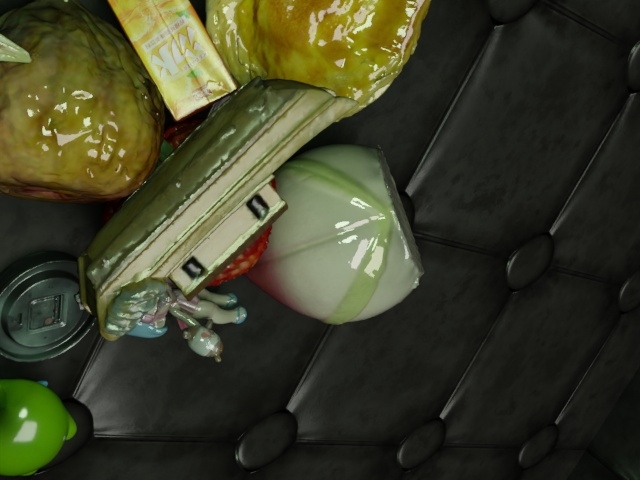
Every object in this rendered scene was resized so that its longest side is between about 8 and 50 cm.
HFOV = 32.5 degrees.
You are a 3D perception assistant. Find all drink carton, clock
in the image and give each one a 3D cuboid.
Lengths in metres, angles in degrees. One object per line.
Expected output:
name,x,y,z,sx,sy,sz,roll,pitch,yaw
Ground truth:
drink carton,-0.203,-0.271,1.427,0.096,0.071,0.223,-30,96,-3
clock,-0.420,0.099,1.655,0.184,0.040,0.184,-24,134,-27

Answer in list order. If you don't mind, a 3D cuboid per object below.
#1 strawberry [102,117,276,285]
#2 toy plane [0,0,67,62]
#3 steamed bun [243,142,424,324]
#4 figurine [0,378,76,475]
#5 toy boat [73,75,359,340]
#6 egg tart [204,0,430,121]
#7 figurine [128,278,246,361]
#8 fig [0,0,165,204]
strawberry,-0.186,-0.047,1.623,0.288,0.250,0.238,78,26,-78
toy plane,-0.393,-0.279,1.153,0.229,0.092,0.244,-16,127,-8
steamed bun,0.000,0.000,1.777,0.309,0.309,0.309,-23,133,-27
figurine,-0.491,0.257,1.650,0.162,0.143,0.263,-46,128,-6
toy boat,-0.132,-0.046,1.414,0.445,0.136,0.162,-46,121,-5
egg tart,-0.013,-0.349,1.573,0.388,0.169,0.388,-20,128,-27
figurine,-0.225,0.123,1.761,0.260,0.205,0.103,9,138,-48
fig,-0.323,-0.229,1.362,0.286,0.286,0.369,6,93,-44
